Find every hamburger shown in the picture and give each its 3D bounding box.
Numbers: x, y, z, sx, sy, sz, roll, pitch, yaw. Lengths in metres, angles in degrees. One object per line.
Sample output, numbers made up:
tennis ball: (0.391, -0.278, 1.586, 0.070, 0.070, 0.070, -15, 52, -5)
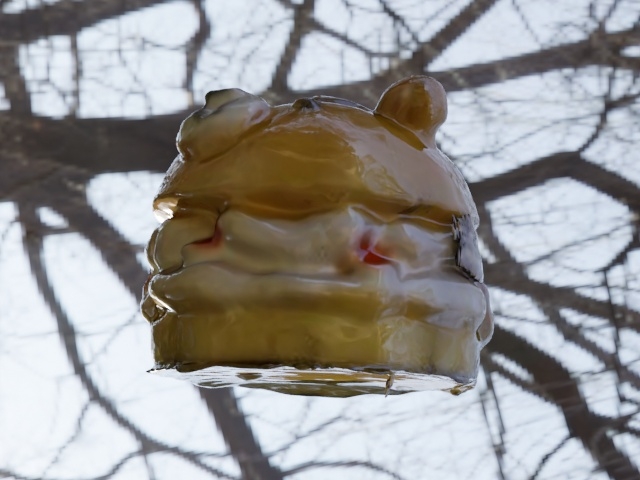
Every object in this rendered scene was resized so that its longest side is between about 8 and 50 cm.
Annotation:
hamburger: (0.000, 0.000, 1.129, 0.276, 0.276, 0.237, -7, -104, 49)
